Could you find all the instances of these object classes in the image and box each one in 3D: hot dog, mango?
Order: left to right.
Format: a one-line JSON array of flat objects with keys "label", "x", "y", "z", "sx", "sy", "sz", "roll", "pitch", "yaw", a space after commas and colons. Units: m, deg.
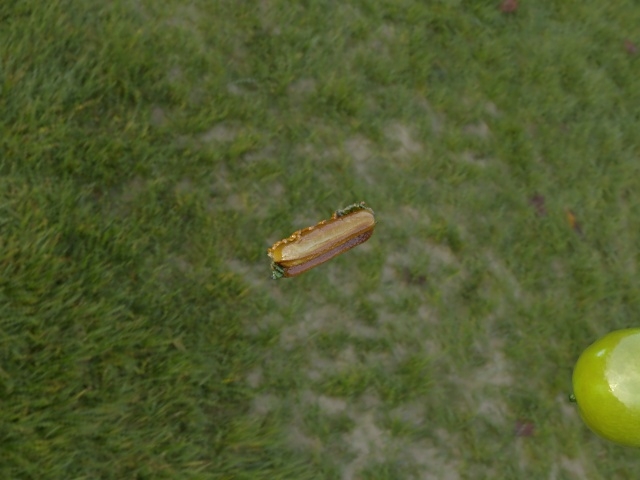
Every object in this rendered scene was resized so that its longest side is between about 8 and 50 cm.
[{"label": "hot dog", "x": 0.000, "y": 0.000, "z": 1.401, "sx": 0.188, "sy": 0.072, "sz": 0.055, "roll": -25, "pitch": 71, "yaw": -21}, {"label": "mango", "x": 0.494, "y": 0.222, "z": 1.423, "sx": 0.273, "sy": 0.185, "sz": 0.149, "roll": 11, "pitch": 23, "yaw": -23}]
